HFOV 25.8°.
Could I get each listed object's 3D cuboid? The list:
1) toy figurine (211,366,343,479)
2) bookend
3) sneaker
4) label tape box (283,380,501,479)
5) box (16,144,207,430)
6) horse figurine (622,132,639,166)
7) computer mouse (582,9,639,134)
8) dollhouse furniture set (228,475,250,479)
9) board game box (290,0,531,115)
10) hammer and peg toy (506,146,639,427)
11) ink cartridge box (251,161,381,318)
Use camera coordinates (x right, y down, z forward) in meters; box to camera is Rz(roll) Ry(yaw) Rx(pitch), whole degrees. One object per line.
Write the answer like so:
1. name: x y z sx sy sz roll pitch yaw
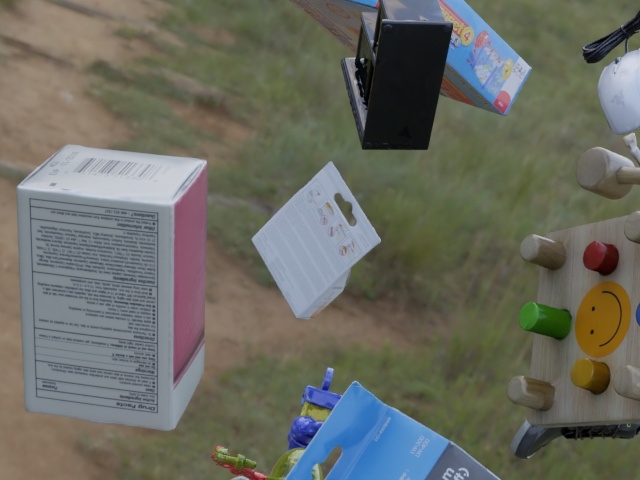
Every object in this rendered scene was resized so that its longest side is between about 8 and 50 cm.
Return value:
1. toy figurine: -0.043 0.289 2.212 0.191 0.217 0.362 24 -13 4
2. bookend: 0.076 -0.201 1.447 0.072 0.157 0.156 0 43 -10
3. sneaker: 0.386 0.266 2.032 0.118 0.222 0.083 47 -15 22
4. label tape box: 0.116 0.380 1.791 0.347 0.249 0.115 40 -11 -24
5. box: -0.191 0.042 1.313 0.148 0.232 0.127 7 23 8
6. horse figurine: 0.380 -0.038 1.397 0.174 0.066 0.263 61 19 11
7. computer mouse: 0.368 -0.207 1.697 0.042 0.106 0.193 43 34 -30
8. dollhouse furniture set: -0.039 0.453 1.905 0.242 0.161 0.212 49 16 -40
9. board game box: 0.114 -0.326 2.095 0.302 0.086 0.308 25 -6 45
10. hammer and peg toy: 0.357 0.043 1.688 0.127 0.361 0.266 16 -16 -31
11. ink cartridge box: 0.000 0.000 1.942 0.045 0.179 0.145 5 48 -55
